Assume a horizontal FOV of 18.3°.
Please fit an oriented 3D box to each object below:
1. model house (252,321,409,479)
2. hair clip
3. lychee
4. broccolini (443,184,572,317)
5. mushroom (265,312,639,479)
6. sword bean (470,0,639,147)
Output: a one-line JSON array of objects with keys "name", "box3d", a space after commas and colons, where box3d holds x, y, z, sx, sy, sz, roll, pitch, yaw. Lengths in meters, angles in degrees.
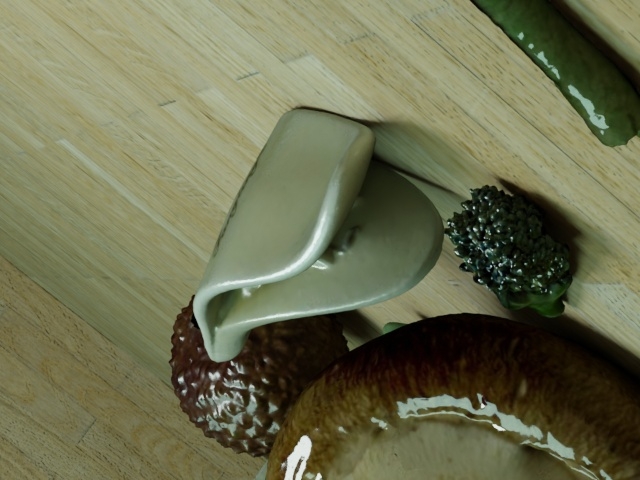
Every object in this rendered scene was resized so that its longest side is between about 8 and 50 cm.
[{"name": "model house", "box3d": [0.089, 0.254, 1.780, 0.280, 0.312, 0.245, 35, 179, 16]}, {"name": "hair clip", "box3d": [-0.017, -0.009, 1.444, 0.113, 0.172, 0.282, 33, 161, -25]}, {"name": "lychee", "box3d": [-0.062, 0.121, 1.994, 0.200, 0.200, 0.238, 27, 166, 38]}, {"name": "broccolini", "box3d": [0.139, 0.031, 1.356, 0.091, 0.068, 0.202, 10, 159, 23]}, {"name": "mushroom", "box3d": [0.121, 0.214, 1.544, 0.345, 0.345, 0.239, 37, 177, -2]}, {"name": "sword bean", "box3d": [0.074, -0.137, 0.962, 0.269, 0.038, 0.043, 43, -168, -28]}]
